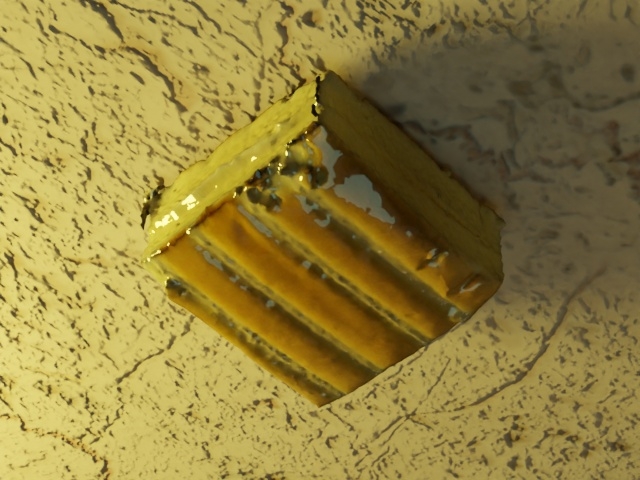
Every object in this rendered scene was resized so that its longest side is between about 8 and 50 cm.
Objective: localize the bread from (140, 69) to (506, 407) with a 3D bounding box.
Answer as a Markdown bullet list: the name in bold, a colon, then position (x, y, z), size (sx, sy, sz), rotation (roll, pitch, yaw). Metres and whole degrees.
- **bread**: position (0.000, 0.000, 1.057), size (0.246, 0.111, 0.239), rotation (37, 126, -24)
